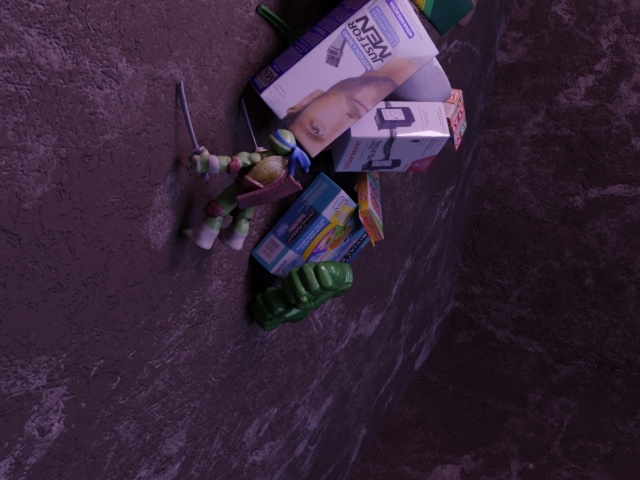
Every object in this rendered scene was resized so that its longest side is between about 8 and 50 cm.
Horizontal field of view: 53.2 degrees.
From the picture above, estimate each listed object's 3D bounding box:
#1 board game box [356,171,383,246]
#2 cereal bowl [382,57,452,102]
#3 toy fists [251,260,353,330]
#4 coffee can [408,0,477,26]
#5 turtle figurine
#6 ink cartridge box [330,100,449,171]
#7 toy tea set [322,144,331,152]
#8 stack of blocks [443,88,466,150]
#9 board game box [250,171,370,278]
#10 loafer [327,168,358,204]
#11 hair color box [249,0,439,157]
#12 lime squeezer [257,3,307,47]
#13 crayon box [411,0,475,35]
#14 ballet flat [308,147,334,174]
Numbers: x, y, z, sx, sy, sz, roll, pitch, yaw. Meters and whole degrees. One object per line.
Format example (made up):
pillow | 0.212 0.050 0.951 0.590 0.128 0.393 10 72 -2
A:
board game box | 0.125 -0.118 1.639 0.124 0.039 0.259 59 26 -46
cereal bowl | 0.158 -0.433 1.539 0.141 0.339 0.339 -38 155 5
toy fists | -0.054 0.133 1.515 0.142 0.279 0.096 7 58 -44
coffee can | 0.245 -0.659 1.603 0.201 0.275 0.201 -47 145 -47
turtle figurine | -0.175 -0.130 1.228 0.266 0.275 0.198 -59 -176 17
ink cartridge box | 0.155 -0.241 1.497 0.172 0.237 0.100 116 -30 -65
toy tea set | 0.026 -0.335 1.580 0.200 0.124 0.336 -43 159 3
stack of blocks | 0.242 -0.358 1.764 0.087 0.297 0.171 -65 155 -14
board game box | 0.000 0.000 1.614 0.254 0.079 0.336 -49 155 2
loafer | 0.053 -0.100 1.737 0.094 0.087 0.251 -55 163 -37
hair color box | 0.048 -0.351 1.293 0.339 0.110 0.185 -39 125 7
lime squeezer | -0.038 -0.392 1.372 0.310 0.059 0.110 51 47 -34
crayon box | 0.148 -0.632 1.328 0.106 0.363 0.313 -39 164 19
ballet flat | 0.040 -0.211 1.607 0.049 0.173 0.057 -67 138 -83
